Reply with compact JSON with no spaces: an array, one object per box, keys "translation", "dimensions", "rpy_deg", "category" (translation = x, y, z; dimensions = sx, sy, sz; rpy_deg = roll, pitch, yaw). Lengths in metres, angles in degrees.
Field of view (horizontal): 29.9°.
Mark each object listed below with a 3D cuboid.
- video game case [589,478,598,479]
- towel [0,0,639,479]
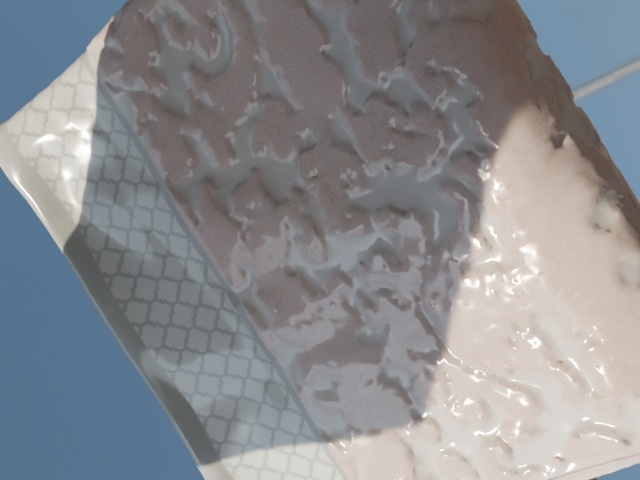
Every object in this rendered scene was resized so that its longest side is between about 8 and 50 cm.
[{"translation":[0.188,0.253,0.945],"dimensions":[0.206,0.026,0.227],"rpy_deg":[-108,13,-63],"category":"video game case"},{"translation":[0.000,0.000,0.624],"dimensions":[0.332,0.317,0.053],"rpy_deg":[58,-145,0],"category":"towel"}]
